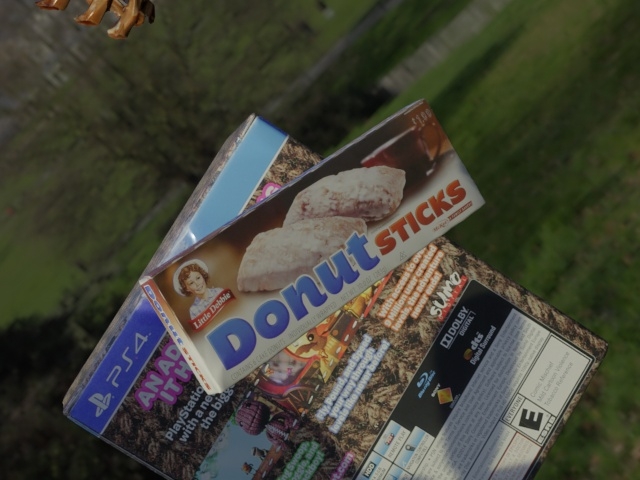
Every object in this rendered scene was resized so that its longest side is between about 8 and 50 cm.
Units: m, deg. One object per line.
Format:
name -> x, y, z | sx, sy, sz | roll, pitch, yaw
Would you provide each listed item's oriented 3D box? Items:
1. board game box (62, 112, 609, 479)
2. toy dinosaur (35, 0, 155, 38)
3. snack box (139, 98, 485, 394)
board game box -> 0.005, 0.093, 1.009 | 0.232, 0.291, 0.141 | -58, 7, -8
toy dinosaur -> -0.235, -0.118, 0.554 | 0.164, 0.322, 0.218 | -33, -39, -52
snack box -> 0.000, 0.000, 0.708 | 0.178, 0.064, 0.022 | -34, 8, -27
